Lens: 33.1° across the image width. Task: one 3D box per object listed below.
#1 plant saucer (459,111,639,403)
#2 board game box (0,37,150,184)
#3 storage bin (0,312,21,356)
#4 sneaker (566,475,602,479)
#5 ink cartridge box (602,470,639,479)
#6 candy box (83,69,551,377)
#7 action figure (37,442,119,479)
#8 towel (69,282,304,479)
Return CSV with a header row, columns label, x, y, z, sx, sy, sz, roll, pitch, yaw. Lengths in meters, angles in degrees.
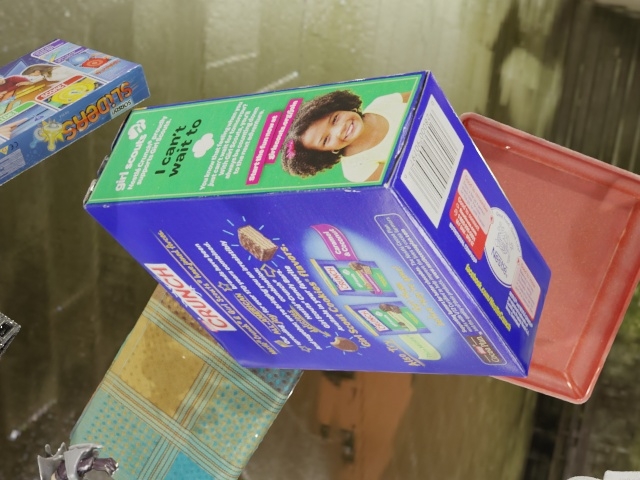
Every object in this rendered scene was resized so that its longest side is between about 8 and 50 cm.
label,x,y,z,sx,sy,sz,roll,pitch,yaw
plant saucer,0.216,0.020,1.168,0.048,0.259,0.259,-128,-123,-74
board game box,-0.270,-0.111,0.950,0.201,0.136,0.035,-37,132,-31
storage bin,-0.551,0.189,1.644,0.180,0.084,0.122,-53,-173,10
sneaker,0.396,0.396,1.249,0.104,0.295,0.147,-48,136,-3
ink cartridge box,0.224,0.232,0.590,0.093,0.154,0.212,65,35,-29
candy box,0.000,0.000,0.935,0.268,0.317,0.122,51,48,-40
action figure,-0.243,0.333,1.232,0.099,0.285,0.185,-34,122,-22
towel,-0.211,0.253,1.658,0.370,0.271,0.040,-58,166,21
